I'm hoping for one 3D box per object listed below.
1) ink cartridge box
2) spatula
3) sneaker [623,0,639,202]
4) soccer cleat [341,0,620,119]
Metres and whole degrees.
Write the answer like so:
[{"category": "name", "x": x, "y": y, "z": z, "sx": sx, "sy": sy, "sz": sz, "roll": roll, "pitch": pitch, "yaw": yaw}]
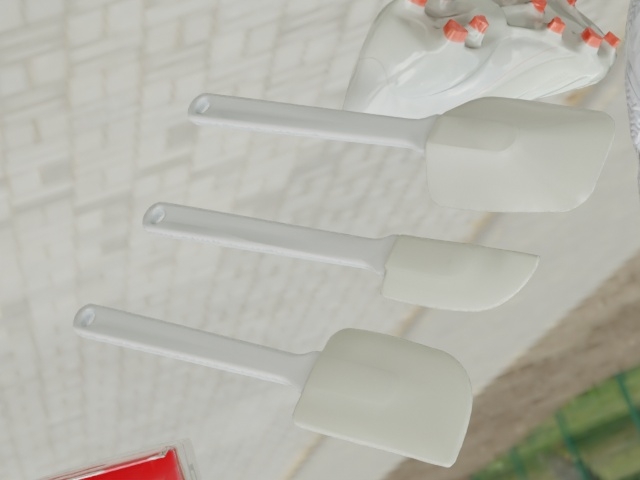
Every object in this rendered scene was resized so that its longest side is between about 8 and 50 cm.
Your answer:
[{"category": "ink cartridge box", "x": -0.150, "y": 0.190, "z": 1.116, "sx": 0.134, "sy": 0.078, "sz": 0.231, "roll": -15, "pitch": 175, "yaw": -1}, {"category": "spatula", "x": 0.000, "y": 0.000, "z": 0.715, "sx": 0.242, "sy": 0.168, "sz": 0.019, "roll": 10, "pitch": 158, "yaw": 44}, {"category": "sneaker", "x": 0.291, "y": -0.060, "z": 1.111, "sx": 0.153, "sy": 0.269, "sz": 0.101, "roll": -7, "pitch": -168, "yaw": 11}, {"category": "soccer cleat", "x": 0.081, "y": -0.092, "z": 0.830, "sx": 0.196, "sy": 0.068, "sz": 0.076, "roll": -10, "pitch": 143, "yaw": -50}]
